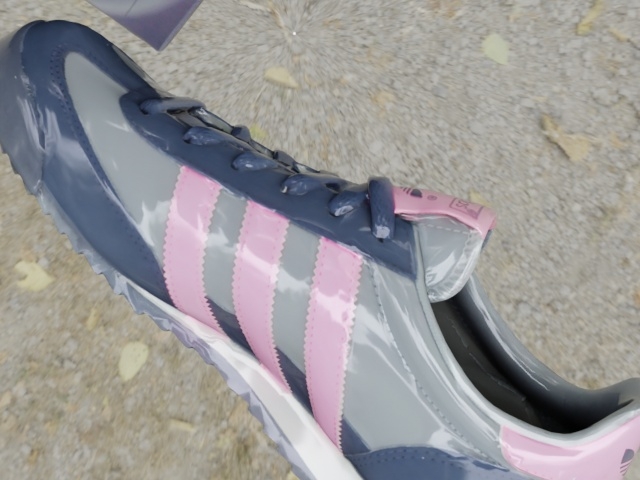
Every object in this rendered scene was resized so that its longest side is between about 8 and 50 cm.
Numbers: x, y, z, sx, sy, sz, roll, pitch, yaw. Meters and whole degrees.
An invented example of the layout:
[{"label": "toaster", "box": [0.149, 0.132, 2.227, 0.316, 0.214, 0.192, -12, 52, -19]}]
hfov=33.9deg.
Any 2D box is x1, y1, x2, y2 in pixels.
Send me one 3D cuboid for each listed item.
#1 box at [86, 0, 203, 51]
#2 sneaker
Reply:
[{"label": "box", "box": [-0.103, -0.291, 0.474, 0.294, 0.296, 0.182, 33, 56, -16]}, {"label": "sneaker", "box": [0.000, 0.000, 0.442, 0.319, 0.112, 0.131, 45, 114, 0]}]
